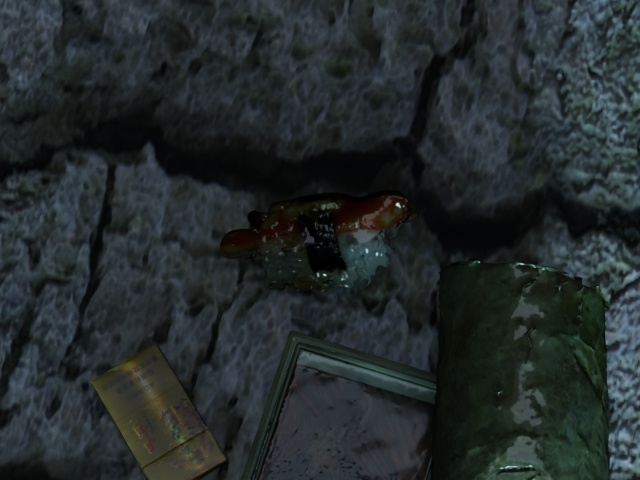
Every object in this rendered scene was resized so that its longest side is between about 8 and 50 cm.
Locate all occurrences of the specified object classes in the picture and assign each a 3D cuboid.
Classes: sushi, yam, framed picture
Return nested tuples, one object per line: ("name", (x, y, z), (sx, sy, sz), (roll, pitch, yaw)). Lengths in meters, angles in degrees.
("sushi", (0.000, 0.004, 1.695), (0.226, 0.097, 0.103), (-7, 66, 14))
("yam", (0.208, 0.176, 1.587), (0.195, 0.195, 0.300), (3, 73, 1))
("framed picture", (0.027, 0.252, 1.657), (0.216, 0.016, 0.273), (16, 73, 5))

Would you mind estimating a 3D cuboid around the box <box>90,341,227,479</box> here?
("box", (-0.177, 0.198, 1.671), (0.089, 0.022, 0.156), (-29, 75, -8))
